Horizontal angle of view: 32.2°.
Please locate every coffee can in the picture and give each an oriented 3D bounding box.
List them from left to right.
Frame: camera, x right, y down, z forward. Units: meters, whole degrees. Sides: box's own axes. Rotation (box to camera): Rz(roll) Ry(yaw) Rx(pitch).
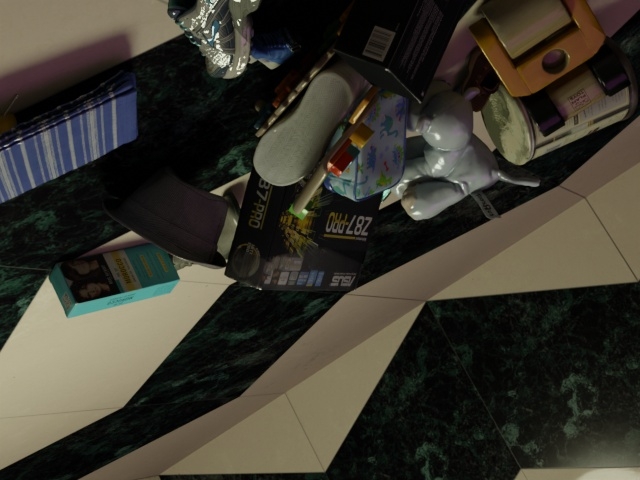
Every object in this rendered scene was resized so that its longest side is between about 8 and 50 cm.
[{"bbox_3d":[0.512,-0.306,2.397,0.275,0.201,0.201,-24,162,-13],"label":"coffee can"}]

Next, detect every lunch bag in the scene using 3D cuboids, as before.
[{"bbox_3d":[0.090,-0.193,2.093,0.176,0.090,0.219,-27,127,-43],"label":"lunch bag"}]

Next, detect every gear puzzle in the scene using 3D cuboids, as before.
[{"bbox_3d":[-0.012,-0.295,1.783,0.175,0.044,0.339,-53,-173,-35],"label":"gear puzzle"}]

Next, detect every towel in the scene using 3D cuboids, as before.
[{"bbox_3d":[-0.428,-0.138,1.683,0.336,0.040,0.243,-27,171,-14],"label":"towel"}]

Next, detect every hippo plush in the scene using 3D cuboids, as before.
[{"bbox_3d":[0.229,-0.182,2.190,0.234,0.294,0.236,-39,137,-6],"label":"hippo plush"}]

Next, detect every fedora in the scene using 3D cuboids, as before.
[{"bbox_3d":[-0.255,-0.053,1.998,0.124,0.244,0.275,-59,164,1],"label":"fedora"}]

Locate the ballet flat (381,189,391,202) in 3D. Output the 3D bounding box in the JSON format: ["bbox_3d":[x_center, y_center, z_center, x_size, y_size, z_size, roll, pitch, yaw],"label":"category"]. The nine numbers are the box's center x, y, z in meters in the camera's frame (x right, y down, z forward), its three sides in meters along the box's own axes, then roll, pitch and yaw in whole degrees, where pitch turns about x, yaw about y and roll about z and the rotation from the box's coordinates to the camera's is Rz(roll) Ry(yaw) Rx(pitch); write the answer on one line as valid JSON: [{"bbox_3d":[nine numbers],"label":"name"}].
[{"bbox_3d":[0.112,-0.102,2.603,0.074,0.074,0.203,-9,148,-46],"label":"ballet flat"}]

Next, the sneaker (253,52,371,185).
[{"bbox_3d":[0.004,-0.220,1.926,0.292,0.108,0.169,-45,-176,43],"label":"sneaker"}]

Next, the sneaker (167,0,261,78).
[{"bbox_3d":[-0.158,-0.327,1.559,0.122,0.110,0.283,-5,154,-12],"label":"sneaker"}]

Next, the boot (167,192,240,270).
[{"bbox_3d":[-0.246,-0.002,2.320,0.161,0.083,0.246,-16,158,-18],"label":"boot"}]

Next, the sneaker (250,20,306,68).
[{"bbox_3d":[-0.074,-0.314,1.736,0.085,0.058,0.152,-29,166,18],"label":"sneaker"}]

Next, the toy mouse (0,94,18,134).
[{"bbox_3d":[-0.511,-0.141,1.616,0.143,0.031,0.161,-18,160,-28],"label":"toy mouse"}]

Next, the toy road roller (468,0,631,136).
[{"bbox_3d":[0.426,-0.385,2.146,0.202,0.240,0.329,-32,125,13],"label":"toy road roller"}]

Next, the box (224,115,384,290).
[{"bbox_3d":[-0.013,-0.063,2.188,0.395,0.097,0.318,7,102,-61],"label":"box"}]

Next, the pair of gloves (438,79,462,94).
[{"bbox_3d":[0.260,-0.301,2.333,0.198,0.023,0.159,-20,159,-26],"label":"pair of gloves"}]

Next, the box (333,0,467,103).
[{"bbox_3d":[0.139,-0.361,1.657,0.261,0.103,0.184,-66,155,0],"label":"box"}]

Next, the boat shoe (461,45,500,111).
[{"bbox_3d":[0.331,-0.320,2.265,0.064,0.060,0.178,-27,150,-19],"label":"boat shoe"}]

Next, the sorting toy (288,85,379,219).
[{"bbox_3d":[0.035,-0.144,1.889,0.196,0.047,0.347,-56,-178,-29],"label":"sorting toy"}]

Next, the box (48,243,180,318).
[{"bbox_3d":[-0.415,0.076,2.243,0.244,0.100,0.060,-14,156,-39],"label":"box"}]
